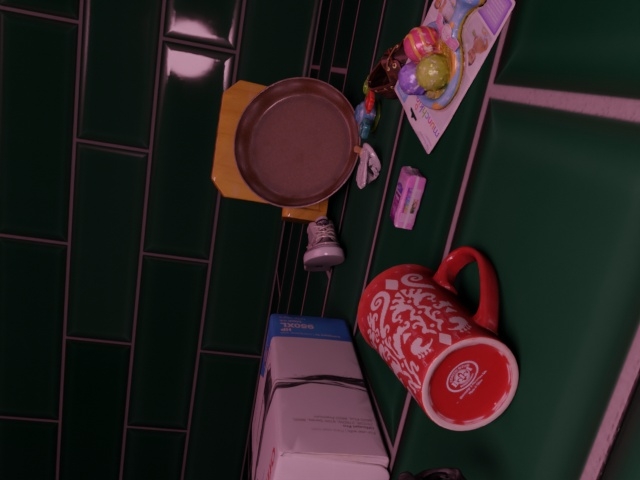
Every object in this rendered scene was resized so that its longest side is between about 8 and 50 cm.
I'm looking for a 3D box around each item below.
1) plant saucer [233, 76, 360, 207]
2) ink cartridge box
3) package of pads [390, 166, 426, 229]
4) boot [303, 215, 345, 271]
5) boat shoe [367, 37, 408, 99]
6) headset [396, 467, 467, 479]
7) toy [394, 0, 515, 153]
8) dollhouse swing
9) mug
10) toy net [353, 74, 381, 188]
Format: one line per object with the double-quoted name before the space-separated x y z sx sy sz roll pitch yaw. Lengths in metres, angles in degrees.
"plant saucer" -0.054 -0.228 1.312 0.050 0.310 0.310 20 -103 -75
"ink cartridge box" -0.025 0.349 0.971 0.395 0.166 0.285 -108 27 -68
"package of pads" 0.128 -0.063 0.814 0.050 0.032 0.083 -97 17 -66
"boot" 0.000 0.000 1.317 0.258 0.095 0.123 136 134 -77
"boat shoe" 0.128 -0.271 0.865 0.207 0.073 0.073 149 128 -76
"headset" 0.081 0.366 0.352 0.243 0.185 0.394 59 -169 -56
"toy" 0.143 -0.240 0.707 0.237 0.056 0.137 118 141 -50
"dollhouse swing" -0.118 -0.233 1.509 0.315 0.305 0.347 167 110 -85
"mug" 0.114 0.085 0.548 0.169 0.113 0.150 -124 41 -71
"toy net" 0.100 -0.204 1.072 0.122 0.045 0.232 115 159 -56
